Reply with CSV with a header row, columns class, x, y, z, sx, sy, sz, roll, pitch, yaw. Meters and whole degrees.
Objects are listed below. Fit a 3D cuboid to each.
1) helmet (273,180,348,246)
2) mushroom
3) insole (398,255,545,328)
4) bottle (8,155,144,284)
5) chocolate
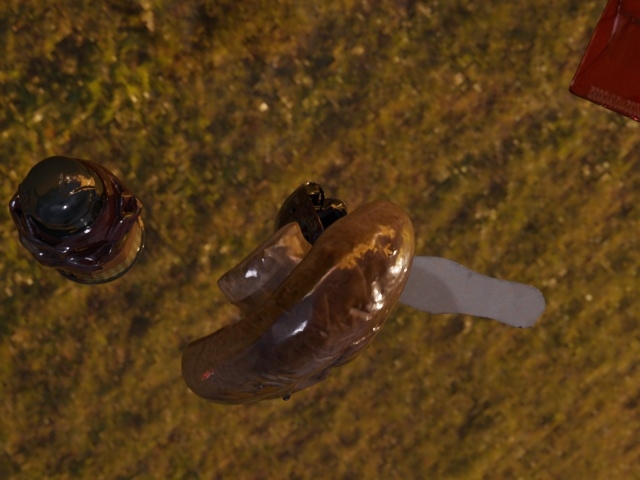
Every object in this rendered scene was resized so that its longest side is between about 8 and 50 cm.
class,x,y,z,sx,sy,sz,roll,pitch,yaw
helmet,-0.010,0.009,1.718,0.107,0.153,0.177,-31,153,17
mushroom,-0.018,0.065,1.256,0.285,0.156,0.151,-40,178,-1
insole,0.166,0.059,1.465,0.004,0.197,0.065,170,-69,-83
bottle,-0.291,-0.026,1.555,0.156,0.143,0.271,-12,168,-3
chocolate,0.449,-0.234,1.490,0.108,0.237,0.235,9,106,-54
